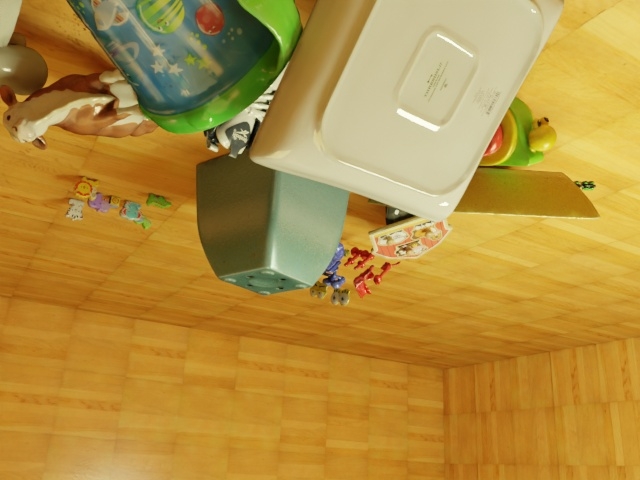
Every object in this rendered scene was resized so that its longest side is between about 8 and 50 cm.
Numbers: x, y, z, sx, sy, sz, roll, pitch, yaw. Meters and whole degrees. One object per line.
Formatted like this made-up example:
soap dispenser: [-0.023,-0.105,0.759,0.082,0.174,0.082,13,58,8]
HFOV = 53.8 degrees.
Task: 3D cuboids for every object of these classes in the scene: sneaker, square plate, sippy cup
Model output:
sneaker: [-0.106,-0.207,0.976,0.235,0.153,0.094,-12,156,36]
square plate: [0.129,-0.199,0.752,0.344,0.347,0.049,15,-161,-38]
sneaker: [0.205,-0.033,1.470,0.106,0.101,0.267,-2,159,6]
sippy cup: [-0.175,-0.281,0.722,0.305,0.240,0.224,-18,142,22]

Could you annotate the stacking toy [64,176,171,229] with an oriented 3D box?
stacking toy: [-0.493,-0.078,1.520,0.221,0.052,0.167,14,157,-28]

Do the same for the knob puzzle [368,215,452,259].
knob puzzle: [0.210,0.006,1.436,0.213,0.030,0.213,-11,152,-6]

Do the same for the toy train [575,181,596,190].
toy train: [0.535,-0.113,1.327,0.083,0.017,0.024,0,170,7]

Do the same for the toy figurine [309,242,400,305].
toy figurine: [0.000,0.000,1.585,0.362,0.191,0.217,12,134,57]

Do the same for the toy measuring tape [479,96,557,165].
toy measuring tape: [0.252,-0.189,1.084,0.121,0.121,0.330,21,174,-39]

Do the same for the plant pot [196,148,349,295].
plant pot: [-0.103,-0.027,1.315,0.247,0.252,0.247,-13,154,36]

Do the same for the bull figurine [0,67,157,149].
bull figurine: [-0.324,-0.205,0.961,0.188,0.101,0.310,-6,-169,21]

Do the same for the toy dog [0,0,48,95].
toy dog: [-0.494,-0.313,0.802,0.220,0.161,0.334,-7,168,-7]

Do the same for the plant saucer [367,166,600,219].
plant saucer: [0.285,-0.094,1.177,0.332,0.081,0.333,2,-174,-10]
